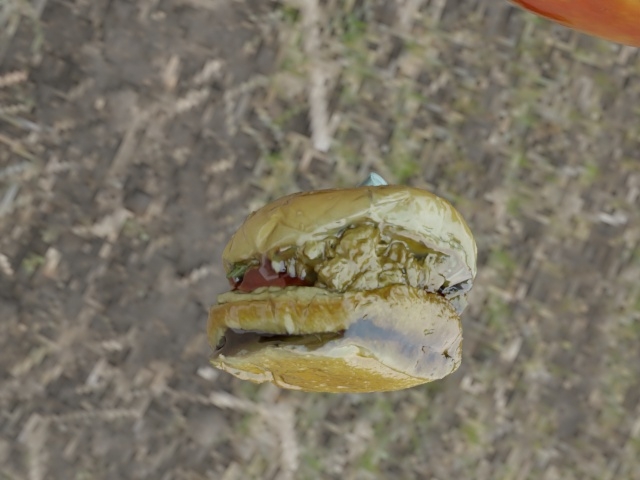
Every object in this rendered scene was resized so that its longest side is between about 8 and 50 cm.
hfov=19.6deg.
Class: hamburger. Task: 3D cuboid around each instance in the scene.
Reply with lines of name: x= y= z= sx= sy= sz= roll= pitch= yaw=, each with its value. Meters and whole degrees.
hamburger: x=0.020 y=0.049 z=1.670 sx=0.244 sy=0.244 sz=0.163 roll=21 pitch=65 yaw=-55

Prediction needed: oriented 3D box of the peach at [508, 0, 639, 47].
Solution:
peach: x=0.172 y=-0.270 z=0.906 sx=0.370 sy=0.370 sz=0.370 roll=-29 pitch=131 yaw=-39

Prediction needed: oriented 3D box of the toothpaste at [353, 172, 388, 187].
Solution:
toothpaste: x=0.000 y=0.000 z=2.147 sx=0.036 sy=0.056 sz=0.205 roll=31 pitch=116 yaw=-33
